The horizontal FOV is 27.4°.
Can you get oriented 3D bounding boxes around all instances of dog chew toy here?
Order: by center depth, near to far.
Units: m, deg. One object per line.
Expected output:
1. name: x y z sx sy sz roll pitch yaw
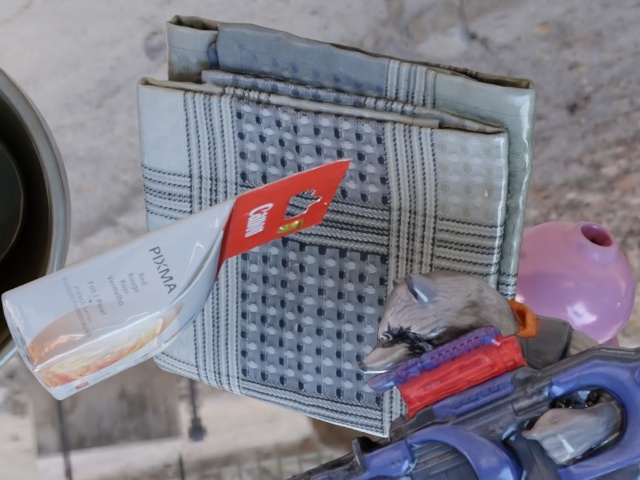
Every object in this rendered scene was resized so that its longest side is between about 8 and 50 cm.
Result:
1. dog chew toy: 0.196 0.119 1.290 0.206 0.207 0.332 1 131 -28

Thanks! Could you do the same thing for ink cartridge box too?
1. ink cartridge box: -0.066 0.024 0.676 0.179 0.045 0.145 -21 171 -10

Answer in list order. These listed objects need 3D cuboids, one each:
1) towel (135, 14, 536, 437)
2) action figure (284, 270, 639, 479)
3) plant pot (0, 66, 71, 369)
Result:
1. towel: 0.000 0.000 1.013 0.312 0.324 0.056 14 -153 23
2. action figure: 0.097 0.176 0.851 0.341 0.330 0.178 -17 -174 19
3. plant pot: -0.362 -0.029 1.137 0.323 0.323 0.280 -9 -174 -1
